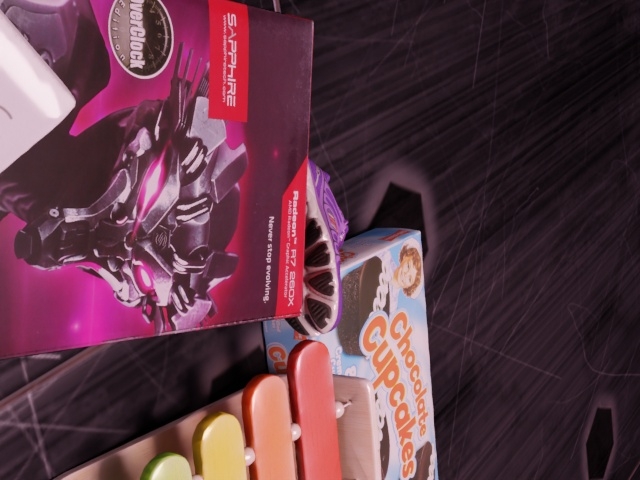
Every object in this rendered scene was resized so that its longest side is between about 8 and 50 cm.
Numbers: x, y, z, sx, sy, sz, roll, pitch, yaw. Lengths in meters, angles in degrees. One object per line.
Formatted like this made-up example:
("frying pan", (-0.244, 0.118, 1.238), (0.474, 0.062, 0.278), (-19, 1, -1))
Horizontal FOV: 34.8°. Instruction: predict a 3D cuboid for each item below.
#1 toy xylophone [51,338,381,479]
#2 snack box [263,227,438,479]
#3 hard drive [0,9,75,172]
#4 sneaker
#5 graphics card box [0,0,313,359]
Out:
("toy xylophone", (-0.076, 0.225, 0.776), (0.322, 0.081, 0.236), (-30, 117, -42))
("snack box", (0.037, 0.165, 0.966), (0.187, 0.060, 0.322), (-24, 113, -51))
("hard drive", (-0.284, -0.102, 0.355), (0.233, 0.047, 0.353), (-41, 131, -6))
("sneaker", (0.000, 0.000, 0.836), (0.071, 0.068, 0.170), (23, 48, -40))
("graphics card box", (-0.145, -0.052, 0.655), (0.371, 0.094, 0.233), (-1, 96, -54))
